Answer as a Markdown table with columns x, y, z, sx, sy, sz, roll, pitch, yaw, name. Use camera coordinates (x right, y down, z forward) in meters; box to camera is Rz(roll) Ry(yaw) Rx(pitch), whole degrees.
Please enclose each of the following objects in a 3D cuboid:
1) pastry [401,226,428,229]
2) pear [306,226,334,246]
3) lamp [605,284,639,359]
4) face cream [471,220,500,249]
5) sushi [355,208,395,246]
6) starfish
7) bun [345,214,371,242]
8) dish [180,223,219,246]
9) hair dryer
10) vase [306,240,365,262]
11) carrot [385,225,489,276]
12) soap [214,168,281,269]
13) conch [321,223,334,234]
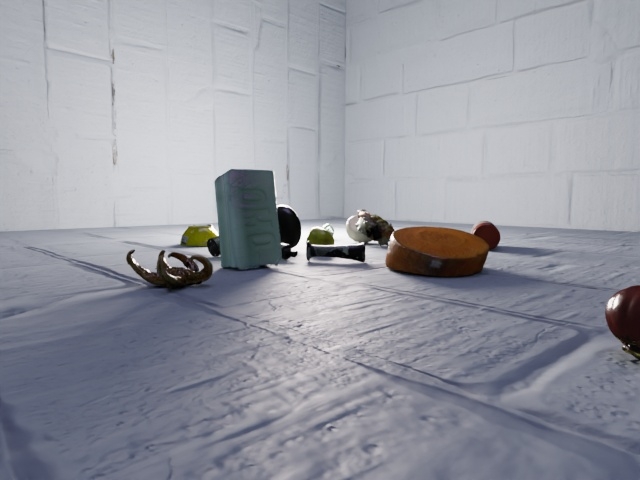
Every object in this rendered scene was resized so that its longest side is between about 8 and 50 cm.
| x | y | z | sx | sy | sz | roll | pitch | yaw | name |
| --- | --- | --- | --- | --- | --- | --- | --- | --- | --- |
| 0.410 | -0.022 | 1.937 | 0.087 | 0.063 | 0.170 | 7 | -5 | -39 | pastry |
| 0.000 | 0.000 | 1.495 | 0.092 | 0.096 | 0.092 | -11 | -25 | -5 | pear |
| 0.377 | 0.093 | 0.517 | 0.101 | 0.090 | 0.101 | 34 | -6 | 4 | lamp |
| 0.608 | -0.021 | 1.705 | 0.096 | 0.095 | 0.214 | 2 | 6 | 17 | face cream |
| 0.211 | -0.045 | 1.752 | 0.226 | 0.103 | 0.097 | 33 | -10 | 29 | sushi |
| -0.318 | 0.055 | 0.958 | 0.147 | 0.074 | 0.190 | -2 | 6 | -39 | starfish |
| 0.165 | -0.032 | 1.878 | 0.139 | 0.094 | 0.138 | 8 | 37 | -6 | bun |
| -0.453 | -0.022 | 1.767 | 0.208 | 0.079 | 0.149 | 2 | 6 | 31 | dish |
| -0.151 | 0.018 | 1.478 | 0.284 | 0.155 | 0.320 | 25 | 30 | 26 | hair dryer |
| 0.043 | 0.032 | 1.313 | 0.167 | 0.059 | 0.059 | 1 | 5 | 10 | vase |
| 0.299 | 0.035 | 1.196 | 0.259 | 0.100 | 0.307 | 3 | 13 | 13 | carrot |
| -0.188 | -0.054 | 1.207 | 0.150 | 0.261 | 0.094 | -4 | -2 | -33 | soap |
| 0.021 | -0.030 | 2.031 | 0.065 | 0.088 | 0.180 | 43 | -13 | -13 | conch |
